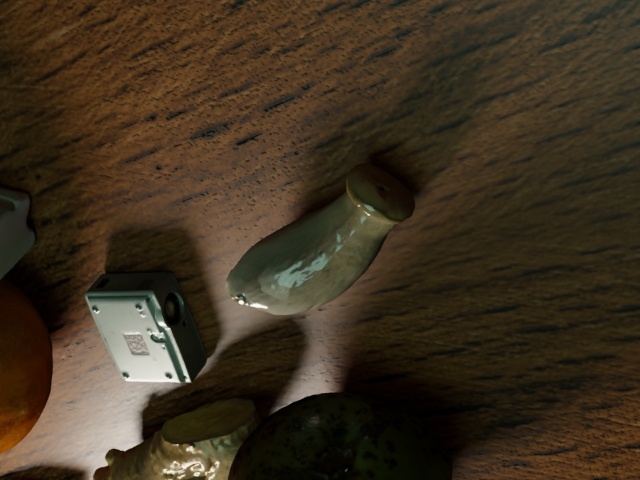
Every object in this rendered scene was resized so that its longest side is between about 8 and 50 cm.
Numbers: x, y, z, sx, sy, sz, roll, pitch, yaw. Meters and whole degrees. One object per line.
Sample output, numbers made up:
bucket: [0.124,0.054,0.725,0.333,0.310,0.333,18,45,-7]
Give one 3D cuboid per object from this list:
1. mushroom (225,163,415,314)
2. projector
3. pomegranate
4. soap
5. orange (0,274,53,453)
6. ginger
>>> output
mushroom: [0.004,0.009,1.287,0.108,0.096,0.247,47,125,-10]
projector: [-0.226,0.116,1.495,0.115,0.061,0.147,-3,122,26]
pomegranate: [0.022,0.343,1.423,0.285,0.285,0.340,17,151,14]
soap: [-0.504,-0.020,1.477,0.231,0.145,0.091,15,128,16]
orange: [-0.500,0.163,1.556,0.284,0.226,0.283,13,122,22]
ginger: [-0.187,0.314,1.573,0.190,0.126,0.354,42,132,0]
